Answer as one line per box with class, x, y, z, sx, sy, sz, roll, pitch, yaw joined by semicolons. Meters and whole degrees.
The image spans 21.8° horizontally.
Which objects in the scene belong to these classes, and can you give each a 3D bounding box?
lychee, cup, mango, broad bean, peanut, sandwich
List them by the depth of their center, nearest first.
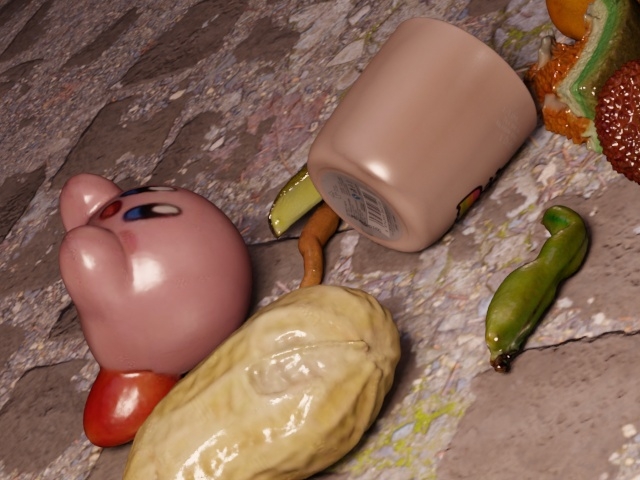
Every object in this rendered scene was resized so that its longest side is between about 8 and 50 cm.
peanut;-0.064;0.179;1.623;0.340;0.158;0.174;-39;57;6
broad bean;0.208;0.043;1.624;0.070;0.048;0.213;-7;39;43
lychee;0.333;-0.117;1.657;0.123;0.123;0.129;-18;62;32
sandwich;0.281;-0.177;1.812;0.160;0.109;0.185;-11;37;36
cup;0.097;-0.101;1.855;0.200;0.191;0.253;-51;1;-18
mango;0.322;-0.284;1.954;0.105;0.084;0.159;-44;28;-1

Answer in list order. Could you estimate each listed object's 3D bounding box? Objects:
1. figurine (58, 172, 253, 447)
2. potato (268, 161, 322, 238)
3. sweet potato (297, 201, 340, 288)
figurine;-0.181;0.058;1.900;0.211;0.261;0.270;-7;28;-3
potato;0.005;-0.084;2.002;0.198;0.054;0.119;-41;5;-3
sweet potato;-0.004;-0.002;1.940;0.044;0.044;0.179;-21;30;27
